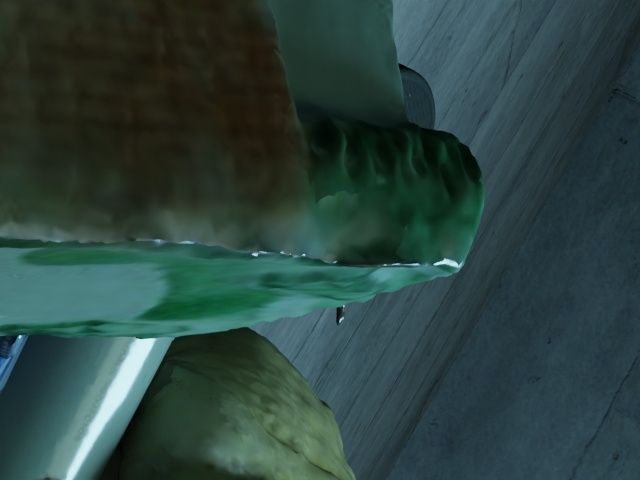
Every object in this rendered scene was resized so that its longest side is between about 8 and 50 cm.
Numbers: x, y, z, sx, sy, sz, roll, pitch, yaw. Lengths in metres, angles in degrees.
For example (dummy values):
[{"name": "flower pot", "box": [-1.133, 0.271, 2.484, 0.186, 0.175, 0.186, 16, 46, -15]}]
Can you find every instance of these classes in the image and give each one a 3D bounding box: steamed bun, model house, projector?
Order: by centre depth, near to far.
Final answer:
[{"name": "model house", "box": [-0.098, -0.135, 0.727, 0.267, 0.194, 0.325, 5, 78, -43]}, {"name": "projector", "box": [-0.166, 0.103, 1.057, 0.337, 0.108, 0.108, -63, 169, 0]}, {"name": "steamed bun", "box": [-0.085, 0.229, 1.220, 0.372, 0.230, 0.325, -54, -168, 34]}]

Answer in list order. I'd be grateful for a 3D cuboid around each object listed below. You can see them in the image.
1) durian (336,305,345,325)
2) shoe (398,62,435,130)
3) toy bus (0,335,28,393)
[{"name": "durian", "box": [-0.002, 0.000, 1.616, 0.110, 0.071, 0.140, 152, -57, -86]}, {"name": "shoe", "box": [-0.020, -0.075, 1.369, 0.241, 0.093, 0.108, -18, 121, -44]}, {"name": "toy bus", "box": [-0.151, -0.022, 0.928, 0.236, 0.079, 0.094, -64, -175, 6]}]
